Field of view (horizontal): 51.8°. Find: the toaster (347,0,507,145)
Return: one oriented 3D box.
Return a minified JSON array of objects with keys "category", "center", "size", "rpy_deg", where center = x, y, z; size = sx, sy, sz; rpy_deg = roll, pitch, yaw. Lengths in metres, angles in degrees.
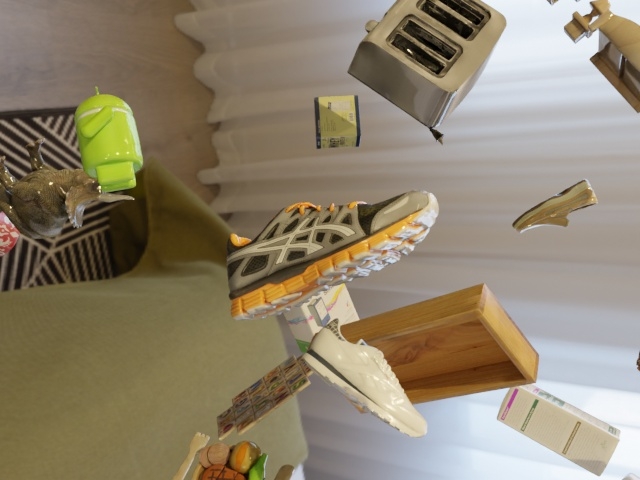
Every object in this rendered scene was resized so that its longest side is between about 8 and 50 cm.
[{"category":"toaster","center":[0.157,-0.268,0.944],"size":[0.168,0.186,0.110],"rpy_deg":[-51,173,-18]}]

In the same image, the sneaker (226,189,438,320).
[{"category":"sneaker","center":[0.000,0.000,0.582],"size":[0.084,0.215,0.083],"rpy_deg":[21,48,-65]}]

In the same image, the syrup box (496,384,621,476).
[{"category":"syrup box","center":[0.515,0.400,1.433],"size":[0.093,0.237,0.096],"rpy_deg":[11,105,-64]}]

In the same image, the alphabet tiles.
[{"category":"alphabet tiles","center":[-0.146,0.424,1.847],"size":[0.343,0.285,0.011],"rpy_deg":[-36,100,-6]}]

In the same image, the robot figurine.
[{"category":"robot figurine","center":[-0.243,-0.115,0.756],"size":[0.101,0.067,0.115],"rpy_deg":[126,-48,-73]}]

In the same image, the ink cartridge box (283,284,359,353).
[{"category":"ink cartridge box","center":[-0.010,0.160,1.649],"size":[0.154,0.093,0.212],"rpy_deg":[-41,120,-34]}]

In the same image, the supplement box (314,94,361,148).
[{"category":"supplement box","center":[0.031,-0.222,1.240],"size":[0.056,0.083,0.083],"rpy_deg":[89,-2,-74]}]

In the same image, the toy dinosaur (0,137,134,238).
[{"category":"toy dinosaur","center":[-0.465,-0.060,1.069],"size":[0.160,0.314,0.121],"rpy_deg":[58,34,-12]}]

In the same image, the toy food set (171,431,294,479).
[{"category":"toy food set","center":[-0.153,0.388,1.089],"size":[0.038,0.192,0.132],"rpy_deg":[82,28,-46]}]

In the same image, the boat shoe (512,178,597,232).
[{"category":"boat shoe","center":[0.506,-0.058,1.409],"size":[0.072,0.190,0.068],"rpy_deg":[61,0,9]}]

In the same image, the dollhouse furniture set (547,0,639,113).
[{"category":"dollhouse furniture set","center":[0.521,-0.359,1.044],"size":[0.355,0.174,0.303],"rpy_deg":[54,18,13]}]

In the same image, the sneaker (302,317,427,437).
[{"category":"sneaker","center":[0.085,0.226,1.068],"size":[0.094,0.235,0.090],"rpy_deg":[-51,177,-17]}]

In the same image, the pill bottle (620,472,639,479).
[{"category":"pill bottle","center":[0.507,0.449,0.883],"size":[0.152,0.272,0.152],"rpy_deg":[-28,136,-30]}]

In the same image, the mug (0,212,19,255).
[{"category":"mug","center":[-0.626,-0.045,1.182],"size":[0.169,0.150,0.113],"rpy_deg":[35,29,-57]}]

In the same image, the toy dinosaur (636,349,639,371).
[{"category":"toy dinosaur","center":[0.397,0.043,0.474],"size":[0.164,0.322,0.218],"rpy_deg":[-13,60,-34]}]

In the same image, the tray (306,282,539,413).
[{"category":"tray","center":[0.189,0.224,1.296],"size":[0.203,0.411,0.076],"rpy_deg":[49,43,-22]}]
